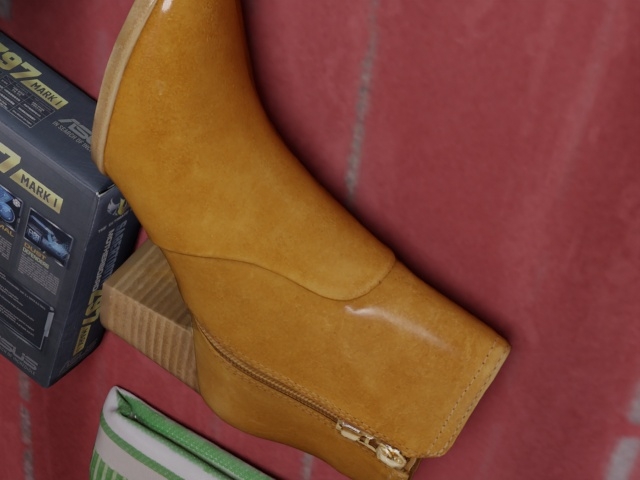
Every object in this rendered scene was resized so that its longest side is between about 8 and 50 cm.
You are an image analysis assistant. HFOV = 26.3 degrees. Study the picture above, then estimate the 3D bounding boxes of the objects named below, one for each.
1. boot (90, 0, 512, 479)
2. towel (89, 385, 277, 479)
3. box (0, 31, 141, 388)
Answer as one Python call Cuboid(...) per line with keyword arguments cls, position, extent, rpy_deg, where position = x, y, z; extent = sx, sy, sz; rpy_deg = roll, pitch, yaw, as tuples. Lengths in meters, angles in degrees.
Cuboid(cls="boot", position=(-0.001, 0.001, 0.669), extent=(0.211, 0.104, 0.295), rpy_deg=(26, 139, 12))
Cuboid(cls="towel", position=(-0.060, 0.265, 0.951), extent=(0.248, 0.038, 0.325), rpy_deg=(26, 136, 21))
Cuboid(cls="box", position=(-0.216, -0.044, 0.814), extent=(0.233, 0.059, 0.183), rpy_deg=(35, 137, 11))
